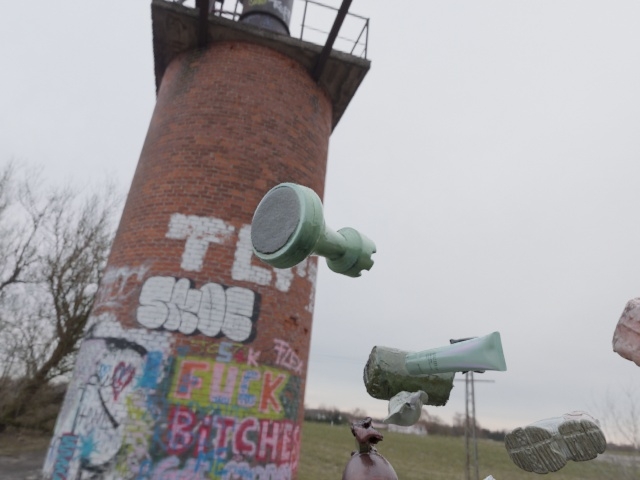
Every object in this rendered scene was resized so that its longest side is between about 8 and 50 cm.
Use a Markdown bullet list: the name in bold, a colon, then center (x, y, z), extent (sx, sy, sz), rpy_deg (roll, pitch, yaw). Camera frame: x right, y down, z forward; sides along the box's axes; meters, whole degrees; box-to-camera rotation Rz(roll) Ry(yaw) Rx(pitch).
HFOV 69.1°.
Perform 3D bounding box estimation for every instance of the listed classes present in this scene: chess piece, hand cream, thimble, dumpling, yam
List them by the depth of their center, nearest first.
- **hand cream**: center (0.274, 0.242, 0.956), extent (0.205, 0.078, 0.050), rpy_deg (-20, -31, 33)
- **chess piece**: center (0.000, 0.000, 1.112), extent (0.195, 0.194, 0.299), rpy_deg (-17, -28, 39)
- **thimble**: center (0.891, 0.251, 1.185), extent (0.240, 0.162, 0.239), rpy_deg (11, 12, -2)
- **dumpling**: center (0.284, 0.542, 1.528), extent (0.188, 0.108, 0.127), rpy_deg (-6, -54, -33)
- **yam**: center (0.312, 0.489, 1.674), extent (0.301, 0.195, 0.195), rpy_deg (9, -25, -2)

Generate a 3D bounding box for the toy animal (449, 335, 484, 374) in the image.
- **toy animal**: center (0.556, 0.446, 1.760), extent (0.147, 0.114, 0.245), rpy_deg (-3, -32, -1)

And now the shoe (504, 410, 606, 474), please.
- **shoe**: center (0.883, 0.751, 1.740), extent (0.351, 0.171, 0.198), rpy_deg (-24, -18, 31)

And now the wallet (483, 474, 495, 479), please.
- **wallet**: center (0.574, 0.921, 1.671), extent (0.095, 0.033, 0.189), rpy_deg (-18, -51, -28)

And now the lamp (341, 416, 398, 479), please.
- **lamp**: center (0.119, 0.611, 1.213), extent (0.151, 0.223, 0.214), rpy_deg (-16, -47, -18)
